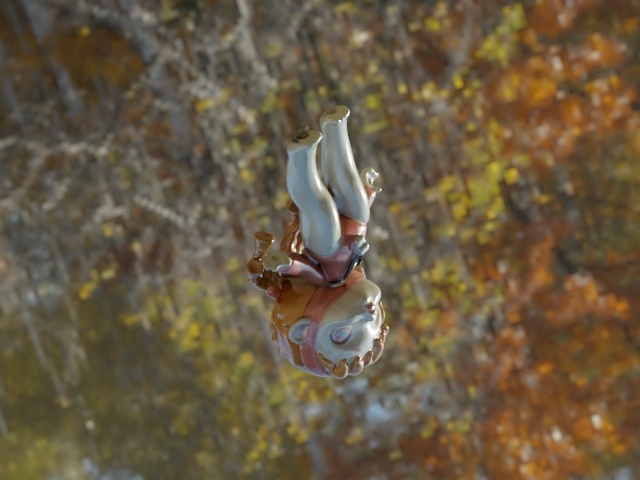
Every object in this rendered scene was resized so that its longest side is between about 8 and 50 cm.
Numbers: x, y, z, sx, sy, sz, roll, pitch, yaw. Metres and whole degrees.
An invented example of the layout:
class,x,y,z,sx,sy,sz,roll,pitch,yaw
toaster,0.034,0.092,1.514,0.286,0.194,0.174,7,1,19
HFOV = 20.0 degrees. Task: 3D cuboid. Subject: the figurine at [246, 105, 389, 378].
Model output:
class,x,y,z,sx,sy,sz,roll,pitch,yaw
figurine,0.000,0.000,0.627,0.047,0.109,0.064,26,-131,30
